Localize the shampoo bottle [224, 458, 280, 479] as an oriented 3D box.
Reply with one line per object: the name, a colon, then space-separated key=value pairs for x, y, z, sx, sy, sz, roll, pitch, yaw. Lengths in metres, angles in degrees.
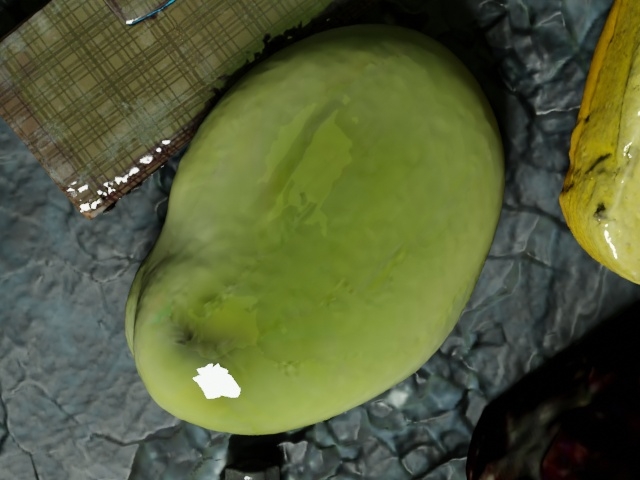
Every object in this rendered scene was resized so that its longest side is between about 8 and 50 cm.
shampoo bottle: x=-0.043 y=0.208 z=0.880 sx=0.048 sy=0.027 sz=0.137 roll=-1 pitch=100 yaw=-7

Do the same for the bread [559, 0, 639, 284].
bread: x=0.211 y=-0.095 z=0.787 sx=0.102 sy=0.094 sz=0.245 roll=11 pitch=101 yaw=-9

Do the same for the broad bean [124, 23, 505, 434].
broad bean: x=0.000 y=0.000 z=0.796 sx=0.189 sy=0.121 sz=0.263 roll=36 pitch=97 yaw=-8

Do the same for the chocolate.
chocolate: x=0.198 y=0.175 z=0.791 sx=0.224 sy=0.177 sz=0.206 roll=-36 pitch=97 yaw=9

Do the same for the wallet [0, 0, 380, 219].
wallet: x=-0.084 y=-0.126 z=0.815 sx=0.230 sy=0.042 sz=0.124 roll=-36 pitch=100 yaw=9
